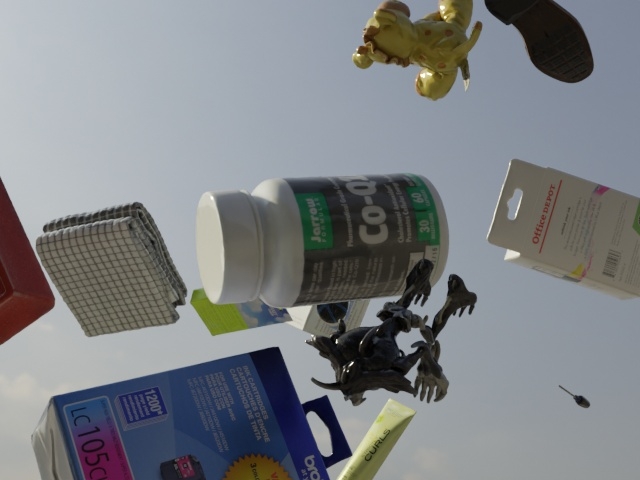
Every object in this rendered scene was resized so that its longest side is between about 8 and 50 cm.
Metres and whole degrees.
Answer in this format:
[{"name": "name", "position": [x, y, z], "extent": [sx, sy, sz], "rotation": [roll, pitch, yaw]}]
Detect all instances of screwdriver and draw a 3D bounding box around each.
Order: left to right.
[{"name": "screwdriver", "position": [0.567, 0.349, 1.846], "extent": [0.170, 0.024, 0.025], "rotation": [32, -10, -40]}]

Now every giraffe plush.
[{"name": "giraffe plush", "position": [0.144, -0.318, 1.312], "extent": [0.170, 0.210, 0.181], "rotation": [11, -58, -10]}]

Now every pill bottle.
[{"name": "pill bottle", "position": [0.000, 0.000, 1.286], "extent": [0.361, 0.204, 0.204], "rotation": [-5, -24, -22]}]

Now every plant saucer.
[{"name": "plant saucer", "position": [-0.531, 0.052, 1.156], "extent": [0.258, 0.259, 0.048], "rotation": [-34, -20, 7]}]

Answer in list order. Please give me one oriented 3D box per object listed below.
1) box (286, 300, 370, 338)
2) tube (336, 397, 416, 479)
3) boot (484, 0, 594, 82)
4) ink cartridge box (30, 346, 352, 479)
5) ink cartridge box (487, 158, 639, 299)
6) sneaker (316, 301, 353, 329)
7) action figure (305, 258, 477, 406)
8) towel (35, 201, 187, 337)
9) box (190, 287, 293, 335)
[{"name": "box", "position": [0.019, 0.121, 1.780], "extent": [0.119, 0.182, 0.181], "rotation": [24, -5, -17]}, {"name": "tube", "position": [0.103, 0.436, 1.680], "extent": [0.070, 0.240, 0.062], "rotation": [32, -13, 18]}, {"name": "boot", "position": [0.295, -0.307, 1.101], "extent": [0.082, 0.106, 0.219], "rotation": [-30, -49, 32]}, {"name": "ink cartridge box", "position": [-0.149, 0.309, 1.100], "extent": [0.395, 0.270, 0.151], "rotation": [-8, -26, -37]}, {"name": "ink cartridge box", "position": [0.534, -0.024, 1.761], "extent": [0.353, 0.207, 0.119], "rotation": [19, -7, -1]}, {"name": "sneaker", "position": [0.028, 0.073, 1.572], "extent": [0.080, 0.211, 0.081], "rotation": [4, -29, 11]}, {"name": "action figure", "position": [0.093, 0.143, 1.051], "extent": [0.164, 0.276, 0.141], "rotation": [18, -50, 33]}, {"name": "towel", "position": [-0.436, 0.061, 1.748], "extent": [0.235, 0.121, 0.283], "rotation": [-11, -55, 15]}, {"name": "box", "position": [-0.152, 0.127, 1.603], "extent": [0.178, 0.042, 0.109], "rotation": [-13, -50, 17]}]
